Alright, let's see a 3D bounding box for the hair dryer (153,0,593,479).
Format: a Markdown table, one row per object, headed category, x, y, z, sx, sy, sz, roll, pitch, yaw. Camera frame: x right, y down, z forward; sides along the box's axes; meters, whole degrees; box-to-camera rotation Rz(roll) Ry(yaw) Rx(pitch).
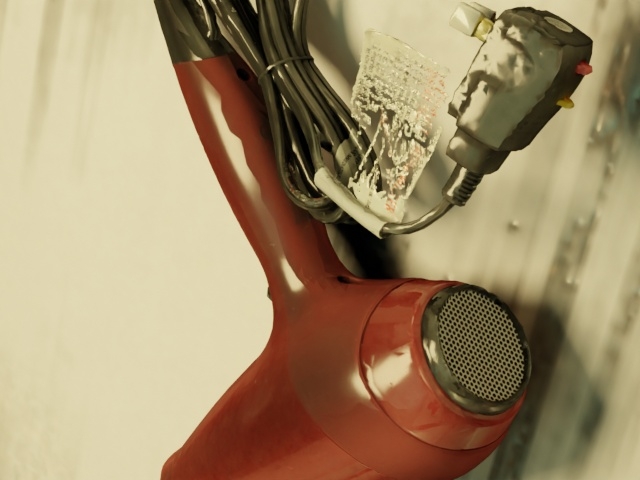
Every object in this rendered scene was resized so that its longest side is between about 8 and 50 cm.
| category | x | y | z | sx | sy | sz | roll | pitch | yaw |
| --- | --- | --- | --- | --- | --- | --- | --- | --- | --- |
| hair dryer | 0.000 | 0.000 | 0.779 | 0.223 | 0.080 | 0.293 | 39 | 122 | 41 |
